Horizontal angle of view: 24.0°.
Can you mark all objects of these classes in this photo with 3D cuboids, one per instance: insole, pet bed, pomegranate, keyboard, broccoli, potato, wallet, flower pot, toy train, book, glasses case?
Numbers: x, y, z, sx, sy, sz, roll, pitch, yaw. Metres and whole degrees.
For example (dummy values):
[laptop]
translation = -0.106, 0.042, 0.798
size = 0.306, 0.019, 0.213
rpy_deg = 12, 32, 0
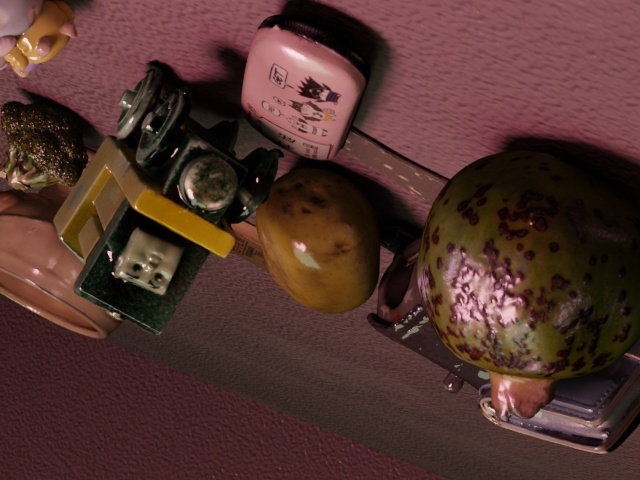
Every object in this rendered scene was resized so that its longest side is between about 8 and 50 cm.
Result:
[insole]
translation = 0.113, -0.072, 1.751
size = 0.248, 0.011, 0.081
rpy_deg = 30, 163, -11
[pet bed]
translation = 0.178, 0.103, 1.906
size = 0.211, 0.159, 0.183
rpy_deg = 30, 156, -18
[pomegranate]
translation = 0.211, 0.044, 1.510
size = 0.254, 0.270, 0.254
rpy_deg = 6, -172, -1
[keyboard]
translation = 0.172, 0.040, 2.015
size = 0.230, 0.025, 0.093
rpy_deg = 32, 163, -22
[broccoli]
translation = -0.404, -0.133, 2.204
size = 0.146, 0.138, 0.162
rpy_deg = 55, -169, 21
[potato]
translation = -0.001, -0.001, 1.914
size = 0.197, 0.148, 0.228
rpy_deg = 34, 159, 31
[wallet]
translation = 0.307, 0.118, 1.619
size = 0.176, 0.250, 0.075
rpy_deg = 10, 133, 47
[flower pot]
translation = -0.408, -0.012, 2.407
size = 0.307, 0.244, 0.307
rpy_deg = 25, 164, 8
[toy train]
translation = -0.188, -0.051, 1.739
size = 0.160, 0.253, 0.397
rpy_deg = 32, -176, -19
[book]
translation = -0.075, 0.025, 2.386
size = 0.231, 0.026, 0.161
rpy_deg = 27, 166, -1
[glasses case]
translation = -0.018, -0.153, 1.561
size = 0.122, 0.075, 0.314
rpy_deg = 28, 167, 1

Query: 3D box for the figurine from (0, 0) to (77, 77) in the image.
[figurine]
translation = -0.352, -0.260, 1.676
size = 0.155, 0.127, 0.235
rpy_deg = 49, 157, -12
